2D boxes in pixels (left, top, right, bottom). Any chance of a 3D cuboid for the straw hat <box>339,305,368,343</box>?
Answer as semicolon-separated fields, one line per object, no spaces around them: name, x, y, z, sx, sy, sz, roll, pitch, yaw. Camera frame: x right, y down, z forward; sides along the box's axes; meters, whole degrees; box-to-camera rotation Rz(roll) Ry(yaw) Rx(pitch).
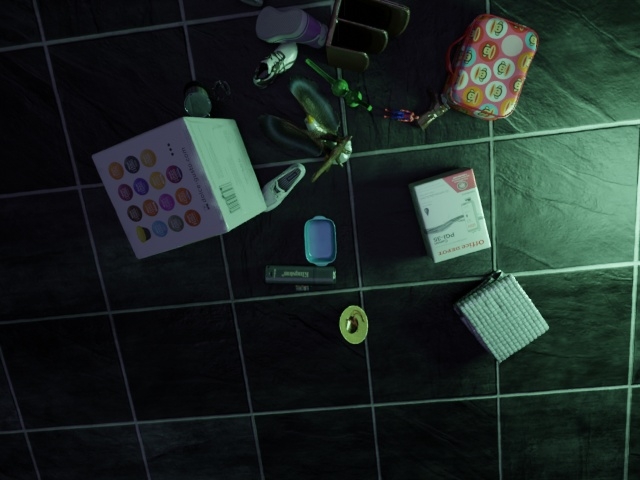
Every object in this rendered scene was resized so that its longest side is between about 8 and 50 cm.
straw hat;0.111;0.323;1.598;0.061;0.144;0.144;-25;104;50

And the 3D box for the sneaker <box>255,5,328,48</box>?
sneaker;-0.085;-0.662;1.342;0.161;0.282;0.102;0;115;-43

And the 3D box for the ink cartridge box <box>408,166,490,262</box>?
ink cartridge box;0.449;-0.089;1.463;0.207;0.117;0.282;-17;101;6

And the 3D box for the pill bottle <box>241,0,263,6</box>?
pill bottle;-0.210;-0.855;1.323;0.112;0.112;0.186;19;104;-2

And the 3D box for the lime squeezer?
lime squeezer;0.071;-0.499;1.402;0.310;0.110;0.058;46;121;23

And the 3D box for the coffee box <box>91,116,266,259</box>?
coffee box;-0.427;-0.178;1.354;0.335;0.338;0.337;-16;102;16

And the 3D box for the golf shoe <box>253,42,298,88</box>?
golf shoe;-0.147;-0.587;1.392;0.077;0.094;0.198;41;100;-5

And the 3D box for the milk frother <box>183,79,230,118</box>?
milk frother;-0.376;-0.479;1.405;0.143;0.134;0.129;-42;129;13

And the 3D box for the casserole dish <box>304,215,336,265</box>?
casserole dish;0.000;0.000;1.548;0.114;0.037;0.188;-2;102;4

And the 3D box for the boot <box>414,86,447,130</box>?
boot;0.357;-0.447;1.431;0.114;0.037;0.106;-36;97;15

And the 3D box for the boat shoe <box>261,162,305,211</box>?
boat shoe;-0.149;-0.189;1.491;0.083;0.076;0.226;42;101;-6

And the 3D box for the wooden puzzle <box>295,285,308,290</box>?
wooden puzzle;-0.071;0.167;1.604;0.083;0.006;0.049;-1;103;3

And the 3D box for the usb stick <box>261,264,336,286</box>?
usb stick;-0.079;0.131;1.573;0.278;0.045;0.077;1;87;3

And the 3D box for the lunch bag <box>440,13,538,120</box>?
lunch bag;0.522;-0.553;1.348;0.258;0.120;0.293;18;100;-4

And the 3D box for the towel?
towel;0.651;0.270;1.539;0.235;0.121;0.283;-38;100;12

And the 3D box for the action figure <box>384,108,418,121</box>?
action figure;0.276;-0.425;1.432;0.115;0.030;0.038;10;99;9

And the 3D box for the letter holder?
letter holder;0.137;-0.604;1.266;0.215;0.302;0.151;14;103;-1

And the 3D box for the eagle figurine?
eagle figurine;-0.031;-0.378;1.411;0.226;0.225;0.298;-32;65;-30
